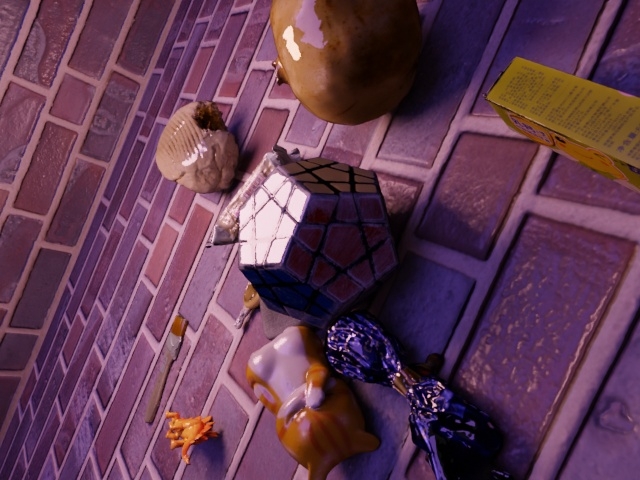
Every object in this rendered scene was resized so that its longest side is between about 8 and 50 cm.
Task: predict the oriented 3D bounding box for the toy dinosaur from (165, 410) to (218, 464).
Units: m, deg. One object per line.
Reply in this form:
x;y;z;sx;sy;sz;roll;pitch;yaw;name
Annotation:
-0.312;0.469;1.018;0.288;0.117;0.071;-7;82;60;toy dinosaur

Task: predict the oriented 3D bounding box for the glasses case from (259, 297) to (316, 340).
-0.085;0.071;0.972;0.131;0.074;0.323;-31;54;32;glasses case

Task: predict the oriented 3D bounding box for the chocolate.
0.150;0.235;0.646;0.148;0.126;0.343;-32;43;-22;chocolate

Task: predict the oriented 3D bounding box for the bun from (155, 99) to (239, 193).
-0.366;-0.268;1.299;0.281;0.205;0.282;-13;62;26;bun

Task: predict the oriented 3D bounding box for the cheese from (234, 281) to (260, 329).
-0.177;0.154;1.060;0.086;0.036;0.163;37;101;47;cheese

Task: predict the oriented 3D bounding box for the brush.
-0.484;0.401;1.286;0.085;0.020;0.337;11;83;47;brush

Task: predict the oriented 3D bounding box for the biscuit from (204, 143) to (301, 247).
-0.162;-0.105;1.056;0.079;0.186;0.309;43;107;7;biscuit

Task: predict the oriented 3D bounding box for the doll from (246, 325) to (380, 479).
-0.031;0.288;0.773;0.166;0.162;0.269;-36;40;-4;doll

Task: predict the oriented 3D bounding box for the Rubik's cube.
0.000;0.000;0.773;0.319;0.319;0.264;-9;42;43;Rubik's cube

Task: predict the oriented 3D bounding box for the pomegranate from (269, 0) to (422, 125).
0.048;-0.401;0.833;0.332;0.332;0.333;-19;62;40;pomegranate

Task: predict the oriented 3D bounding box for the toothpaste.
0.380;-0.145;0.559;0.077;0.110;0.327;-55;44;17;toothpaste
